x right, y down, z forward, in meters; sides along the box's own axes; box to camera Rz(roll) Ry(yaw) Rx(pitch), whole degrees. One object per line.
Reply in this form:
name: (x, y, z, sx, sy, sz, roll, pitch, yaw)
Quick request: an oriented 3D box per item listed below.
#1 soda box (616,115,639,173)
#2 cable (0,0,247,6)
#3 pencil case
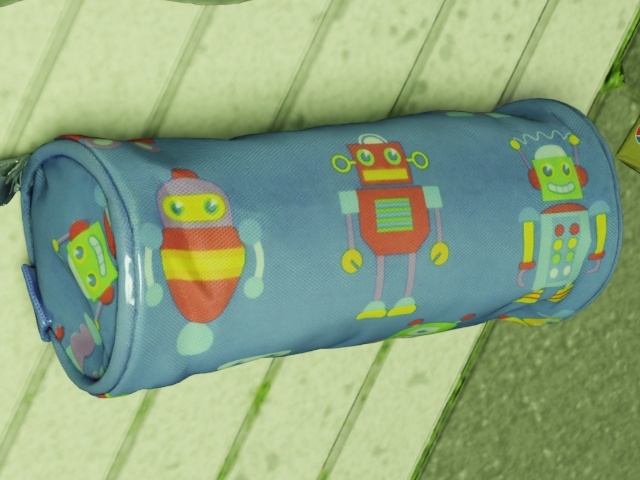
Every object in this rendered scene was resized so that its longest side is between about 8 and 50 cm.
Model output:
soda box: (0.261, -0.032, 1.067, 0.181, 0.058, 0.061, 29, 92, -41)
cable: (-0.119, -0.118, 0.747, 0.287, 0.072, 0.139, 8, 110, -38)
pencil case: (0.000, 0.000, 0.854, 0.306, 0.133, 0.119, -7, 77, -34)
